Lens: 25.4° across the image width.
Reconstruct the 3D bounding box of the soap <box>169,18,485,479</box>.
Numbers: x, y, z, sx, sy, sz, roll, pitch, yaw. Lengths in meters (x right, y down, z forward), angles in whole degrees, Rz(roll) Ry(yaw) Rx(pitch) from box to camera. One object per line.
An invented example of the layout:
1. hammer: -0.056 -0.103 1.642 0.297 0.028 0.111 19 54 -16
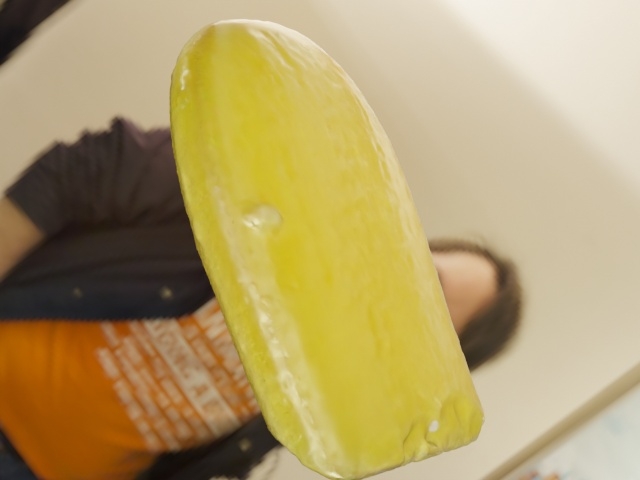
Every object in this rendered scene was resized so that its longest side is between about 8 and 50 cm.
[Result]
1. soap: -0.002 0.002 1.263 0.306 0.115 0.427 -3 71 -50
